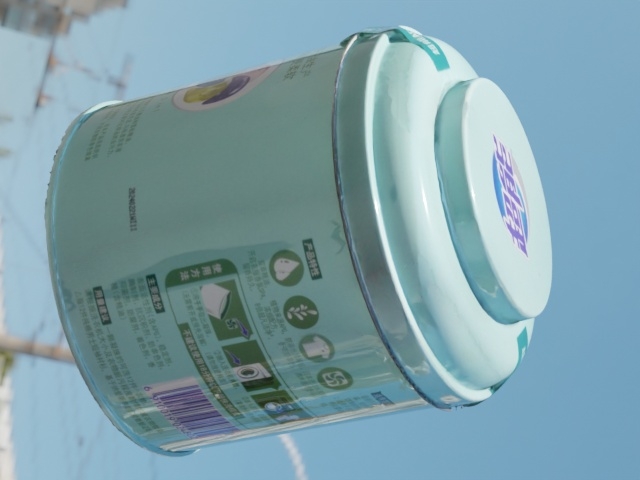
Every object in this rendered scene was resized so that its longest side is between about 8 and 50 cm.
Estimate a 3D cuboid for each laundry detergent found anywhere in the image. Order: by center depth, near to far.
[{"bbox_3d":[0.000,0.000,1.261,0.305,0.287,0.287,-13,-124,23],"label":"laundry detergent"}]
